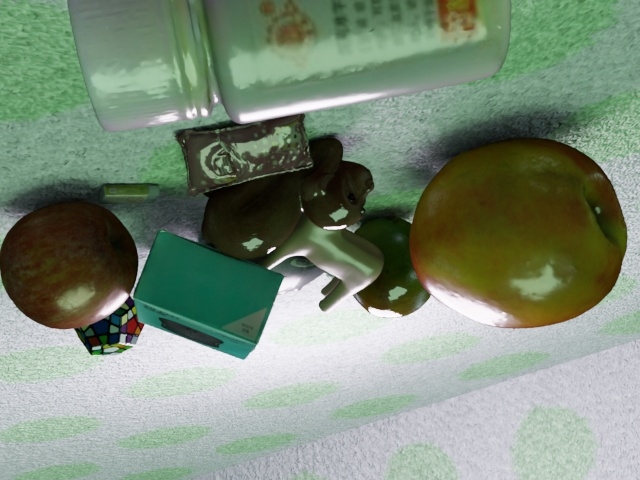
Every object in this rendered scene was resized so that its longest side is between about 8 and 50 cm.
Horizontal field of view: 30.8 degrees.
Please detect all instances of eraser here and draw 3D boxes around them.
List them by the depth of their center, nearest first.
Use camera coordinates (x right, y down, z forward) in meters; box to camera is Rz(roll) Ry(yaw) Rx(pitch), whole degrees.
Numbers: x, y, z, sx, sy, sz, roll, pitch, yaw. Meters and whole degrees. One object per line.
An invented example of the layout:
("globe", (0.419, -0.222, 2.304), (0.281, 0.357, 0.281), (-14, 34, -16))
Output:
("eraser", (-0.280, -0.067, 1.701), (0.083, 0.019, 0.038), (-1, 160, -26))

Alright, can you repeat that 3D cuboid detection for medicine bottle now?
("medicine bottle", (-0.032, -0.229, 1.100), (0.388, 0.219, 0.219), (-10, 160, -1))

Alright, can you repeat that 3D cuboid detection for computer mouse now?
("computer mouse", (-0.064, 0.056, 2.064), (0.167, 0.090, 0.379), (-21, 160, 30))

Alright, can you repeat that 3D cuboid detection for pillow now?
("pillow", (-0.105, -0.123, 1.591), (0.185, 0.043, 0.118), (-12, 136, 1))

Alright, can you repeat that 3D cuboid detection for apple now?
("apple", (-0.360, 0.033, 1.685), (0.173, 0.188, 0.188), (-21, 158, 18))

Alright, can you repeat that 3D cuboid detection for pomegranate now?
("pomegranate", (0.141, 0.037, 2.019), (0.209, 0.180, 0.180), (-24, 165, -18))

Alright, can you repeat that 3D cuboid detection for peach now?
("peach", (0.291, -0.006, 1.782), (0.332, 0.308, 0.308), (-17, 160, 26))

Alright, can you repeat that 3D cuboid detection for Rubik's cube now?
("Rubik's cube", (-0.383, 0.145, 2.093), (0.133, 0.133, 0.112), (-13, -173, 5))

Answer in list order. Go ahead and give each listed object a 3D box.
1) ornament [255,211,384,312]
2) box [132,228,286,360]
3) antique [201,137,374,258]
("ornament", (0.000, 0.000, 1.868), (0.230, 0.061, 0.245), (31, 135, -20))
("box", (-0.180, 0.093, 1.826), (0.205, 0.118, 0.311), (19, 167, -4))
("antique", (-0.050, -0.058, 1.677), (0.256, 0.143, 0.121), (-12, 159, -4))
